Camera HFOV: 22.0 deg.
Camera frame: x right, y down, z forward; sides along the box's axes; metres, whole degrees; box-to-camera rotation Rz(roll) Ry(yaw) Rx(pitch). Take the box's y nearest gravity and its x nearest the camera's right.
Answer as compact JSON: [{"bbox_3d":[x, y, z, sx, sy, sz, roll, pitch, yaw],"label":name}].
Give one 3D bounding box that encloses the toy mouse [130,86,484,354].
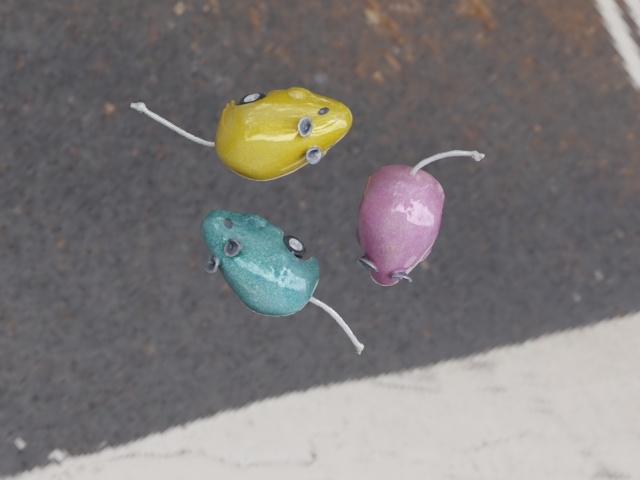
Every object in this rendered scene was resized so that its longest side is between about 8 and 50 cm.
[{"bbox_3d":[0.000,0.000,0.757,0.031,0.161,0.143,-68,150,-58],"label":"toy mouse"}]
